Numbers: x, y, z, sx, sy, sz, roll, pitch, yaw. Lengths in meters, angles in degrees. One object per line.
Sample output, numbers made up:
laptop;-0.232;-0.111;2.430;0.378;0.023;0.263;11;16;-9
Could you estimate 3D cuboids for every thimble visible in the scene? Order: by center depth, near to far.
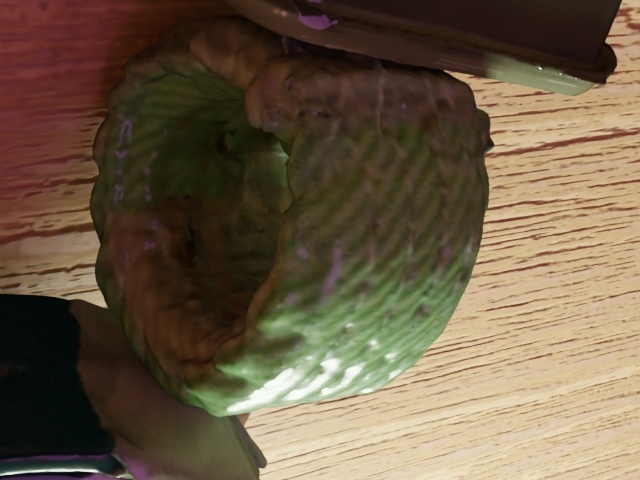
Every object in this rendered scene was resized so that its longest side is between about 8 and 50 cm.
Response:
thimble;-0.017;-0.019;0.686;0.150;0.219;0.219;-4;133;-39

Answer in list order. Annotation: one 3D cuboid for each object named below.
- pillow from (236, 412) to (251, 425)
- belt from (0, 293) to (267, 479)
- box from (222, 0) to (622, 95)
pillow;-0.160;0.161;0.912;0.232;0.043;0.126;2;126;-43
belt;-0.241;0.198;0.728;0.436;0.173;0.300;-23;132;-13
box;0.071;-0.186;0.644;0.274;0.138;0.178;1;120;-45
